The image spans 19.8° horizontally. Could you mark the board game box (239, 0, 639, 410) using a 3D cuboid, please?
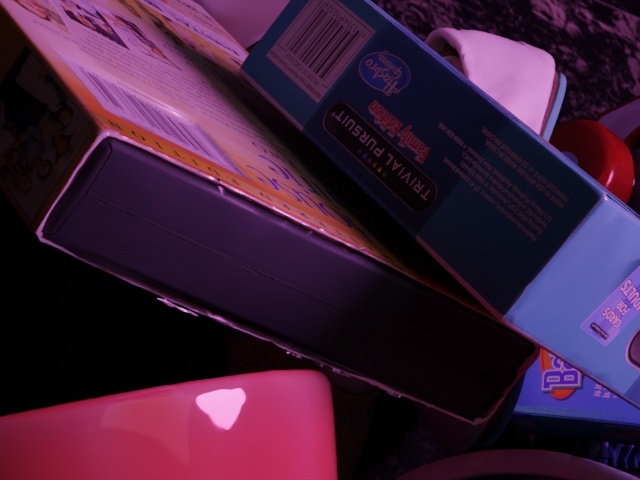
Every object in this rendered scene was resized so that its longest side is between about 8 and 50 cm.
[{"bbox_3d":[0.139,0.006,1.020,0.336,0.079,0.254,32,10,-45],"label":"board game box"}]

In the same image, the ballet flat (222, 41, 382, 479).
[{"bbox_3d":[0.000,0.000,1.202,0.123,0.123,0.348,22,53,-38],"label":"ballet flat"}]

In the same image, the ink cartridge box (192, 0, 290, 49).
[{"bbox_3d":[0.005,-0.288,1.297,0.129,0.223,0.307,47,41,-17],"label":"ink cartridge box"}]

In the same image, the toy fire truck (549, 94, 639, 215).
[{"bbox_3d":[0.296,0.003,1.395,0.169,0.254,0.302,34,45,-38],"label":"toy fire truck"}]

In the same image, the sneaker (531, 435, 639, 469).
[{"bbox_3d":[0.214,0.161,1.309,0.084,0.152,0.058,21,75,-34],"label":"sneaker"}]

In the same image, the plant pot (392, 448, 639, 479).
[{"bbox_3d":[0.201,0.278,1.107,0.334,0.341,0.341,-1,68,-57],"label":"plant pot"}]

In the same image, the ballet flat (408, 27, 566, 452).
[{"bbox_3d":[0.089,-0.016,1.318,0.139,0.139,0.400,41,39,-22],"label":"ballet flat"}]

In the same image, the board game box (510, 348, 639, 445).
[{"bbox_3d":[0.246,0.063,1.263,0.047,0.210,0.160,50,50,-56],"label":"board game box"}]

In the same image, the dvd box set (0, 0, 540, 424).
[{"bbox_3d":[-0.098,-0.079,0.991,0.307,0.062,0.420,25,15,-42],"label":"dvd box set"}]

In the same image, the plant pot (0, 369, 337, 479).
[{"bbox_3d":[-0.104,0.204,0.867,0.275,0.275,0.243,-3,79,-48],"label":"plant pot"}]
